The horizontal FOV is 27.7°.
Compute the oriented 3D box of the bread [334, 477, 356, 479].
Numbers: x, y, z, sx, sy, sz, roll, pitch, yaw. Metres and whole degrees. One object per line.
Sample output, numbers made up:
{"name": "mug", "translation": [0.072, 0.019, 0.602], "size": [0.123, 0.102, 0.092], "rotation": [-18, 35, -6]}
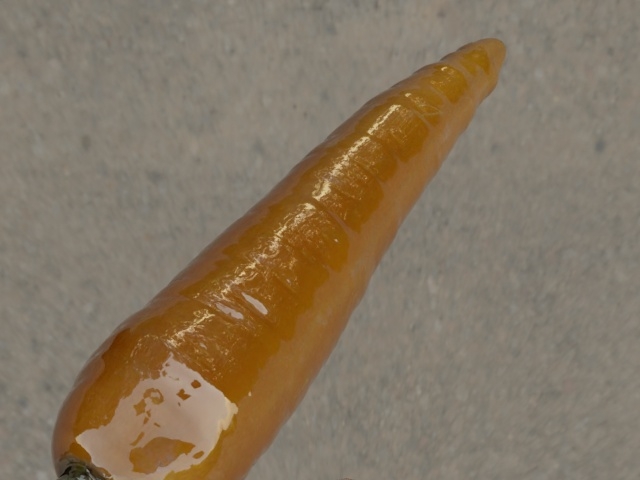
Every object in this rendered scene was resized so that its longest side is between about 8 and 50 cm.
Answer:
{"name": "bread", "translation": [0.038, 0.133, 0.175], "size": [0.244, 0.123, 0.190], "rotation": [16, 44, 21]}

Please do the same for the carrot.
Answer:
{"name": "carrot", "translation": [0.000, 0.000, 0.492], "size": [0.069, 0.069, 0.336], "rotation": [33, 50, 10]}
